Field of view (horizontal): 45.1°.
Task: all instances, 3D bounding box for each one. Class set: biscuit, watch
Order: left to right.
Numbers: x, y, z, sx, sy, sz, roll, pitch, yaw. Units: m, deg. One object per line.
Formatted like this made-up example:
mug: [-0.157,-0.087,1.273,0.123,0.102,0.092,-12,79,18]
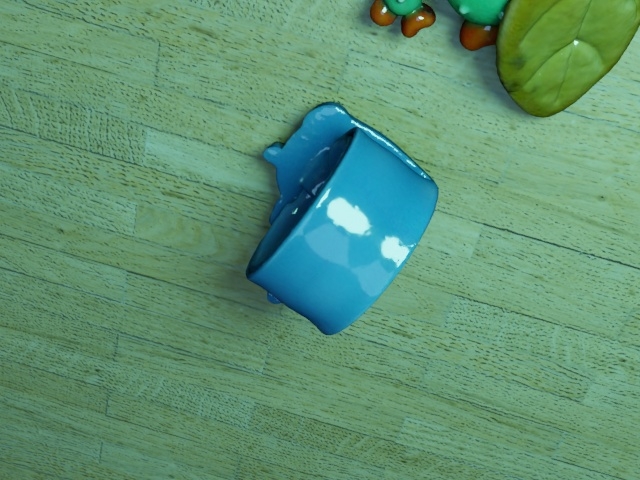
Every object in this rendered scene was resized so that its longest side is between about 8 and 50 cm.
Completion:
watch: [0.000,0.000,0.994,0.241,0.274,0.305,34,112,-10]
biscuit: [0.296,-0.240,0.896,0.203,0.041,0.260,-18,145,-15]

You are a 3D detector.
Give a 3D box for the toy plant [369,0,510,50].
toy plant: [0.144,-0.380,0.830,0.279,0.185,0.400,-40,115,3]
